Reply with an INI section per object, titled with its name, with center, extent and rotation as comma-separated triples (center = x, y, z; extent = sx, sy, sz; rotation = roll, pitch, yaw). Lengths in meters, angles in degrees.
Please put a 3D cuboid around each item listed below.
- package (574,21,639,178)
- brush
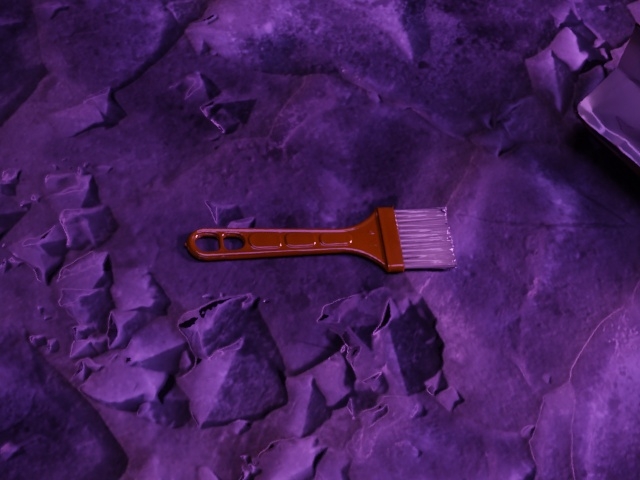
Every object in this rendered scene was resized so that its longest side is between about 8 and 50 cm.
[package]
center = 0.463, -0.095, 2.064
extent = 0.311, 0.221, 0.165
rotation = 42, 97, 17
[brush]
center = 0.000, 0.000, 1.965
extent = 0.314, 0.017, 0.090
rotation = -2, 55, -11
